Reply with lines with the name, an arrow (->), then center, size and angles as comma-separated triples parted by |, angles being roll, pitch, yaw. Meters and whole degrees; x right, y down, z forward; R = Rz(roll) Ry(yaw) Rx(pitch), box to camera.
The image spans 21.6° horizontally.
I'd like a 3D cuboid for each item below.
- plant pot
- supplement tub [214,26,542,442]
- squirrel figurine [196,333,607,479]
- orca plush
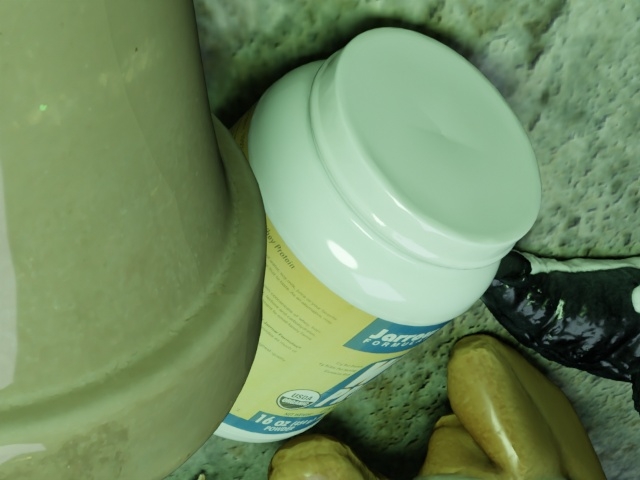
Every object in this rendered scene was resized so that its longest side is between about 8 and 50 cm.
plant pot -> -0.141, -0.059, 0.596 | 0.263, 0.263, 0.229 | -5, 134, -16
supplement tub -> 0.000, 0.000, 0.840 | 0.144, 0.144, 0.200 | 9, 145, -36
squirrel figurine -> 0.058, 0.289, 1.276 | 0.370, 0.281, 0.397 | -22, 149, 28
orca plush -> 0.212, 0.062, 1.096 | 0.151, 0.102, 0.287 | -32, 147, 30
